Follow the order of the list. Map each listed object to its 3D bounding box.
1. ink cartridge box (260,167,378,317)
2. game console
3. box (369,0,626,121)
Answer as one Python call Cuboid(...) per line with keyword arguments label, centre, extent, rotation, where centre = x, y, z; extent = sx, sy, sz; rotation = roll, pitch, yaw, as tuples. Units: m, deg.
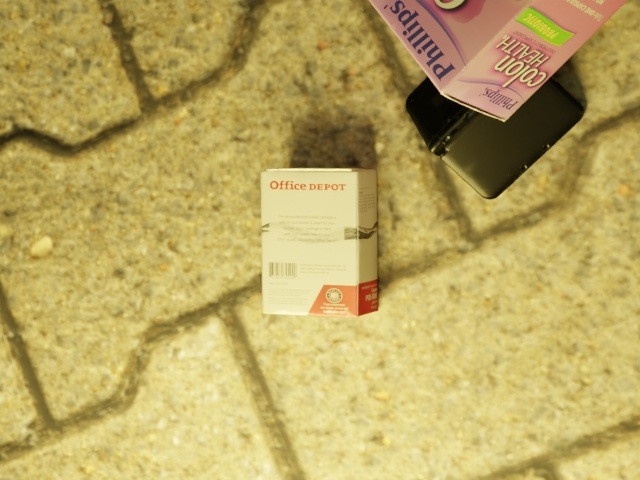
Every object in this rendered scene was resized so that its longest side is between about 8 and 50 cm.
Cuboid(label="ink cartridge box", centre=(0.000, 0.000, 1.509), extent=(0.099, 0.056, 0.135), rotation=(2, 95, 24))
Cuboid(label="game console", centre=(0.153, -0.119, 1.457), extent=(0.122, 0.071, 0.107), rotation=(-44, 46, 20))
Cuboid(label="box", centre=(0.153, -0.265, 1.363), extent=(0.243, 0.117, 0.213), rotation=(-45, 60, 21))
